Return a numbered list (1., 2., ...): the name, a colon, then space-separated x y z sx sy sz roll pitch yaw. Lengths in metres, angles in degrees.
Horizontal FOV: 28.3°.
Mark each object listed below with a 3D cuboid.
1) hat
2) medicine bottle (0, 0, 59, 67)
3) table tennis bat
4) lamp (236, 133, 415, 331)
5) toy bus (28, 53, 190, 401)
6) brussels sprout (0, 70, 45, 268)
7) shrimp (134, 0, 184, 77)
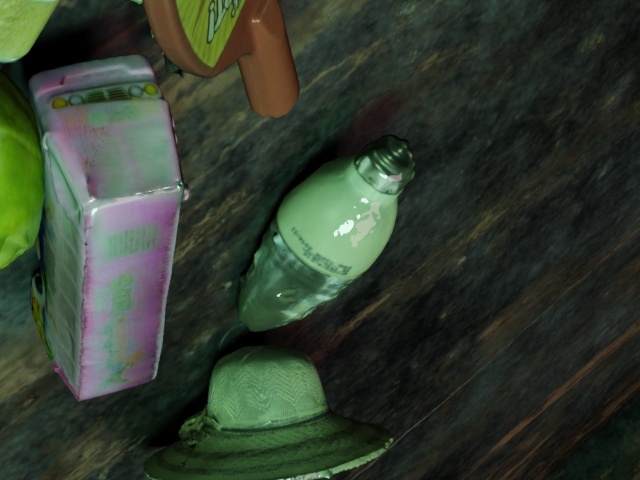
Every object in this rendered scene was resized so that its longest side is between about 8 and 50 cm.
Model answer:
1. hat: -0.055 0.157 1.237 0.252 0.252 0.109 -10 95 -48
2. medicine bottle: -0.112 -0.250 0.557 0.322 0.151 0.151 -53 152 15
3. table tennis bat: -0.052 -0.180 0.782 0.310 0.038 0.200 76 33 -60
4. lamp: 0.000 0.000 1.130 0.101 0.101 0.250 -13 151 -46
5. toy bus: -0.149 0.000 0.880 0.090 0.112 0.274 -14 149 -20
6. brussels sprout: -0.226 -0.050 0.718 0.149 0.152 0.122 13 90 -31
7. shrimp: -0.130 -0.167 0.770 0.150 0.051 0.217 -32 143 -16
